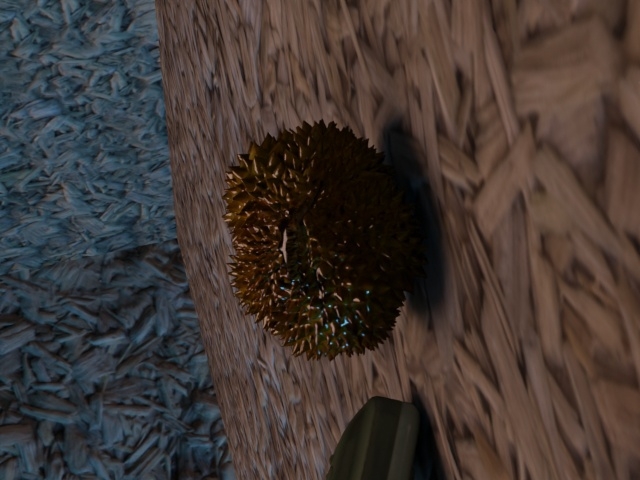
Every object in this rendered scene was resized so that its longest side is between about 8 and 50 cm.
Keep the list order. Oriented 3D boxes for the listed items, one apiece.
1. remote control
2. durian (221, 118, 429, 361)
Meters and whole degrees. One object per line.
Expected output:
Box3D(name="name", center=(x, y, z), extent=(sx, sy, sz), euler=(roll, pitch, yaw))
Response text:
Box3D(name="remote control", center=(0.010, 0.278, 0.896), extent=(0.128, 0.065, 0.335), euler=(101, -177, -62))
Box3D(name="durian", center=(0.000, 0.000, 0.829), extent=(0.158, 0.137, 0.168), euler=(56, 176, 5))
